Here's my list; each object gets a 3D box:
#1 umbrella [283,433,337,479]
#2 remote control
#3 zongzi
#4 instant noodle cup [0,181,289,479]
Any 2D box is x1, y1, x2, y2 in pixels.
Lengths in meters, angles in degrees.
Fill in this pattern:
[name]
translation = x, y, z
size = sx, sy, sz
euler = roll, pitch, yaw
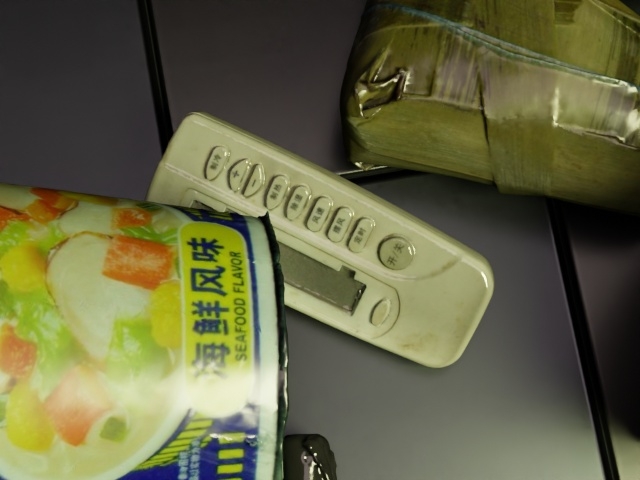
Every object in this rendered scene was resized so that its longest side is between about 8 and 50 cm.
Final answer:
[umbrella]
translation = -0.008, 0.245, 0.920
size = 0.053, 0.052, 0.251
euler = -10, 77, 31
[remote control]
translation = 0.000, 0.000, 0.966
size = 0.230, 0.049, 0.090
euler = 26, 108, 3
[zongzi]
translation = 0.158, -0.161, 0.976
size = 0.250, 0.125, 0.274
euler = 14, 72, 2
[instant noodle cup]
translation = -0.184, 0.076, 0.851
size = 0.312, 0.284, 0.284
euler = 1, 78, -10
